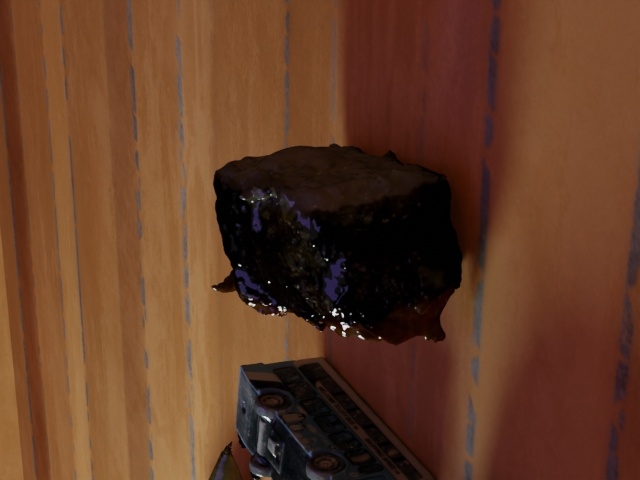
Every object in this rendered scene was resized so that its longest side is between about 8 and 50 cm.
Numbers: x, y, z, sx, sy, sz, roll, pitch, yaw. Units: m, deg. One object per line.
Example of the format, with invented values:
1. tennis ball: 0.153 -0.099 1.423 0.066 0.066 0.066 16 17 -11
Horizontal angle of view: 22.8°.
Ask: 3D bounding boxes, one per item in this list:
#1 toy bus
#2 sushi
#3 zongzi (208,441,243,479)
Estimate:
1. toy bus: 0.007 0.242 1.790 0.297 0.131 0.106 43 134 52
2. sushi: 0.000 0.000 1.612 0.343 0.196 0.182 -163 70 -63
3. zongzi: -0.161 0.403 2.285 0.228 0.115 0.256 -173 79 -70
